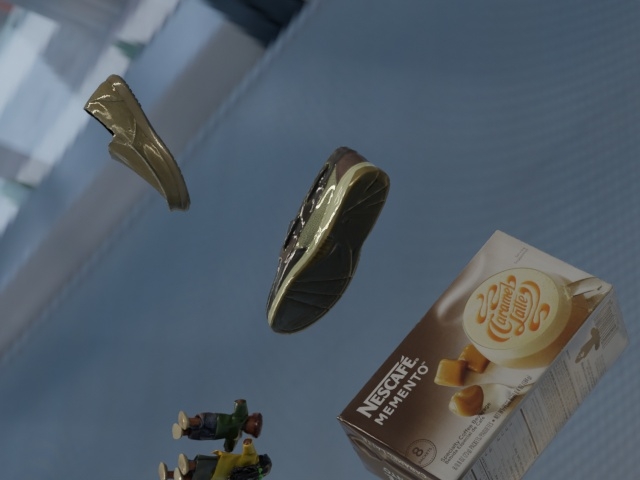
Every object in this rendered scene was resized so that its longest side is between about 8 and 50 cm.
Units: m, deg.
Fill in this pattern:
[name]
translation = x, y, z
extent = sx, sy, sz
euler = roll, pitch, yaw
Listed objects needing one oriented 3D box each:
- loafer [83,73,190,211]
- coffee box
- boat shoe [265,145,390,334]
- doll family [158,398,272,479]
[loafer]
translation = -0.172, -0.084, 1.634
extent = 0.050, 0.148, 0.056
euler = -32, -8, -5
[coffee box]
translation = 0.153, 0.128, 1.604
extent = 0.141, 0.098, 0.246
euler = 28, 67, 36
[boat shoe]
translation = -0.001, -0.001, 1.867
extent = 0.073, 0.080, 0.223
euler = 53, 125, 41
[doll family]
translation = -0.105, 0.252, 1.802
extent = 0.193, 0.111, 0.076
euler = -66, 35, 36
